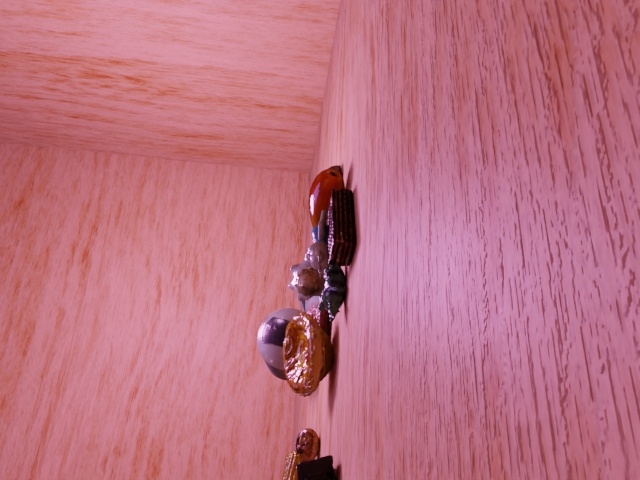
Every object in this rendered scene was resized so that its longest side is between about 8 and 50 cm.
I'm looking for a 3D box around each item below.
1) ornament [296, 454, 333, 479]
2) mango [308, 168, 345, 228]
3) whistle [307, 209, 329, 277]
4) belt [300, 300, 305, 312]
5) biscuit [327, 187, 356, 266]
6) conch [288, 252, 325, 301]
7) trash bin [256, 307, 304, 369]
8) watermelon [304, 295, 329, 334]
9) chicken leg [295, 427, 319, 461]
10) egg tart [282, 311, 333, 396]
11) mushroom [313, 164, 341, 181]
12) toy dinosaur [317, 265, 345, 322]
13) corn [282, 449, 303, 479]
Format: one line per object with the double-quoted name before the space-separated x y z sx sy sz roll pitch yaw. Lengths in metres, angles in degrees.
"ornament" 0.000 0.741 1.230 0.251 0.106 0.260 89 173 -54
"mango" 0.023 -0.111 1.614 0.146 0.129 0.288 -100 7 -65
"whistle" 0.000 0.000 1.450 0.113 0.077 0.235 83 -171 -52
"belt" -0.038 0.343 2.252 0.065 0.100 0.179 141 119 -82
"biscuit" 0.062 -0.047 1.382 0.106 0.070 0.252 102 173 -46
"conch" -0.051 0.152 1.953 0.386 0.170 0.203 -115 38 -81
"trash bin" -0.150 0.501 2.166 0.432 0.281 0.280 97 176 -63
"watermelon" 0.000 0.335 1.742 0.154 0.095 0.241 124 150 -61
"chicken leg" -0.046 0.827 1.769 0.107 0.087 0.251 -61 -24 -54
"egg tart" -0.037 0.393 1.590 0.295 0.116 0.294 -28 59 60
"mushroom" 0.029 -0.212 1.793 0.188 0.117 0.141 -101 5 -58
"toy dinosaur" 0.039 0.132 1.455 0.291 0.079 0.120 -92 13 -48
"corn" -0.133 1.186 2.162 0.120 0.121 0.362 106 171 -67
